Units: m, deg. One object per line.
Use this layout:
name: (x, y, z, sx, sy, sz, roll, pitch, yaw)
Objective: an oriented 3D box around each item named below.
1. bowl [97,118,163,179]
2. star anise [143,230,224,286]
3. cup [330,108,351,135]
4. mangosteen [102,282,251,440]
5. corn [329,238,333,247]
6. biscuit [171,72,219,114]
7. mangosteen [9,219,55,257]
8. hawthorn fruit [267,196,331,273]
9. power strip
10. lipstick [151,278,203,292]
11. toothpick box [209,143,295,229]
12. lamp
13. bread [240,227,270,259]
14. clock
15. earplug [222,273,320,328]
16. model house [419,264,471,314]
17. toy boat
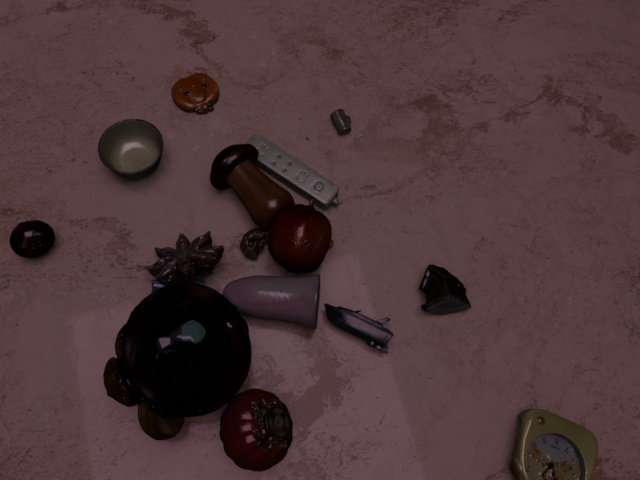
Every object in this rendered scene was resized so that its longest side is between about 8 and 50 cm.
bowl: (-0.630, -0.293, 1.959, 0.212, 0.112, 0.211, 2, 70, -6)
star anise: (-0.417, 0.074, 1.826, 0.236, 0.108, 0.223, -5, 31, 14)
cup: (0.079, -0.430, 2.125, 0.055, 0.075, 0.083, -29, 75, 23)
mangosteen: (-0.394, 0.326, 1.615, 0.421, 0.381, 0.381, -42, 79, -17)
corn: (0.000, 0.000, 1.957, 0.092, 0.037, 0.037, 16, 69, -4)
biscuit: (-0.448, -0.532, 2.100, 0.171, 0.050, 0.170, 2, 70, -5)
mangosteen: (-0.911, -0.012, 1.827, 0.140, 0.140, 0.140, 2, 69, -5)
hawthorn fruit: (-0.057, -0.018, 1.839, 0.215, 0.215, 0.249, 24, 88, 3)
power strip: (-0.095, -0.234, 2.020, 0.385, 0.062, 0.091, 34, 73, 8)
lipstick: (-0.453, 0.146, 1.847, 0.158, 0.048, 0.048, 0, 70, -6)
toothpick box: (-0.230, -0.181, 1.919, 0.192, 0.192, 0.294, -39, 80, -18)
lamp: (-0.186, 0.537, 1.650, 0.227, 0.227, 0.226, 2, 69, -5)
bread: (-0.219, 0.003, 1.919, 0.082, 0.060, 0.113, 29, 71, 2)
clock: (0.681, 0.679, 1.742, 0.235, 0.096, 0.307, 24, 69, 2)
earplug: (-0.156, 0.179, 1.819, 0.302, 0.172, 0.172, 5, 69, 3)
model house: (0.408, 0.158, 1.918, 0.165, 0.106, 0.152, 17, 50, -37)
toy boat: (0.121, 0.258, 1.842, 0.246, 0.093, 0.103, 26, 76, 4)
